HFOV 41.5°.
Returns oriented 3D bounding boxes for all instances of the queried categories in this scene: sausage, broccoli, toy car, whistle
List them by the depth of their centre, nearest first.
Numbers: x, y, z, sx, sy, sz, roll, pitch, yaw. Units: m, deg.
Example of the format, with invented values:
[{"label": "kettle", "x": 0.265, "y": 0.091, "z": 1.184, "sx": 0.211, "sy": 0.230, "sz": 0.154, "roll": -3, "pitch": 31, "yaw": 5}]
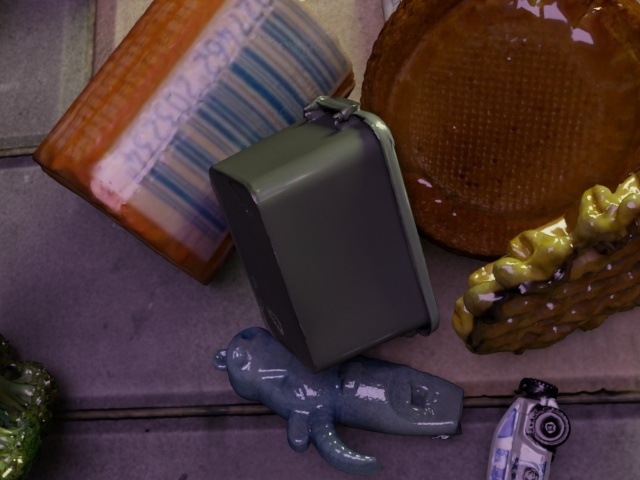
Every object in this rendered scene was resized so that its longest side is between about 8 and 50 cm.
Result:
[{"label": "toy car", "x": 0.198, "y": 0.220, "z": 0.818, "sx": 0.070, "sy": 0.080, "sz": 0.171, "roll": 10, "pitch": 77, "yaw": 14}, {"label": "broccoli", "x": -0.393, "y": 0.158, "z": 0.860, "sx": 0.269, "sy": 0.254, "sz": 0.269, "roll": 17, "pitch": 122, "yaw": 29}, {"label": "whistle", "x": 0.015, "y": 0.148, "z": 0.871, "sx": 0.269, "sy": 0.093, "sz": 0.180, "roll": 8, "pitch": 51, "yaw": 13}, {"label": "sausage", "x": -0.129, "y": -0.130, "z": 0.904, "sx": 0.233, "sy": 0.233, "sz": 0.287, "roll": 32, "pitch": 82, "yaw": 18}]

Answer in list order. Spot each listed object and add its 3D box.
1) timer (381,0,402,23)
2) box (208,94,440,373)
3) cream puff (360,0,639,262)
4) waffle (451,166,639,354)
[{"label": "timer", "x": 0.159, "y": -0.263, "z": 0.963, "sx": 0.178, "sy": 0.078, "sz": 0.254, "roll": -10, "pitch": 74, "yaw": 10}, {"label": "box", "x": 0.000, "y": 0.000, "z": 0.800, "sx": 0.135, "sy": 0.243, "sz": 0.163, "roll": -25, "pitch": 25, "yaw": -17}, {"label": "cream puff", "x": 0.182, "y": -0.126, "z": 0.811, "sx": 0.303, "sy": 0.212, "sz": 0.303, "roll": 7, "pitch": 114, "yaw": 15}, {"label": "waffle", "x": 0.249, "y": 0.023, "z": 0.749, "sx": 0.281, "sy": 0.301, "sz": 0.058, "roll": -27, "pitch": 66, "yaw": 6}]
